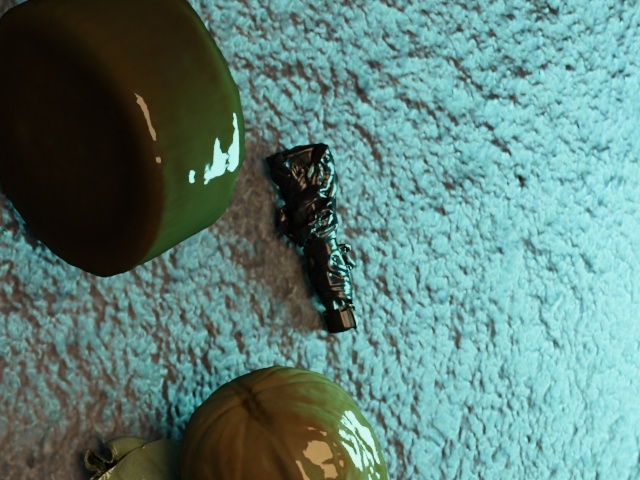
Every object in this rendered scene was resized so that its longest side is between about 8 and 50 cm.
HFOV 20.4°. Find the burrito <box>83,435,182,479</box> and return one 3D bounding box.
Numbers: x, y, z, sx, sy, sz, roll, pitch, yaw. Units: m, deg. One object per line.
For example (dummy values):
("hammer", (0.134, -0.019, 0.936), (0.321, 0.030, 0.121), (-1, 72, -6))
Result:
("burrito", (-0.199, 0.240, 1.881), (0.118, 0.044, 0.074), (17, 71, -37))

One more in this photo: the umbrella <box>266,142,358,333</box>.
("umbrella", (-0.001, 0.001, 2.043), (0.080, 0.071, 0.224), (-16, 101, -9))

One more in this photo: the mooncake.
("mooncake", (-0.203, -0.120, 1.769), (0.155, 0.284, 0.284), (-26, 101, -38))

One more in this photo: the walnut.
("walnut", (-0.038, 0.258, 1.898), (0.225, 0.225, 0.261), (-48, 130, -30))
